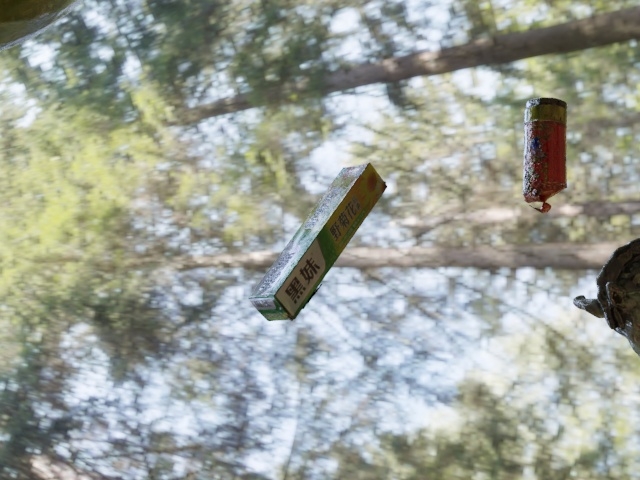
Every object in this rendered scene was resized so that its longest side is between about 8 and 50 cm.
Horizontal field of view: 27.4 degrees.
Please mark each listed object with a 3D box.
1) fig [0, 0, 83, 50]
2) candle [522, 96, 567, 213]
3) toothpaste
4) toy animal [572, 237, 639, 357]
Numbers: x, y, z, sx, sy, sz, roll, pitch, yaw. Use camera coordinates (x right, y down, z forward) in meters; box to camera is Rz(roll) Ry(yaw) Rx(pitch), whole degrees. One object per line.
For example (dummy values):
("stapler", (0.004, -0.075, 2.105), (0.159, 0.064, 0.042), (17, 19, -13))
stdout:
("fig", (-0.341, -0.290, 1.165), (0.316, 0.316, 0.316), (1, -91, -31))
("candle", (0.255, -0.095, 1.491), (0.052, 0.052, 0.131), (11, -104, -31))
("toothpaste", (0.000, 0.000, 1.239), (0.037, 0.043, 0.178), (52, -122, -27))
("toy animal", (0.284, -0.014, 0.882), (0.176, 0.073, 0.217), (14, -71, -19))
